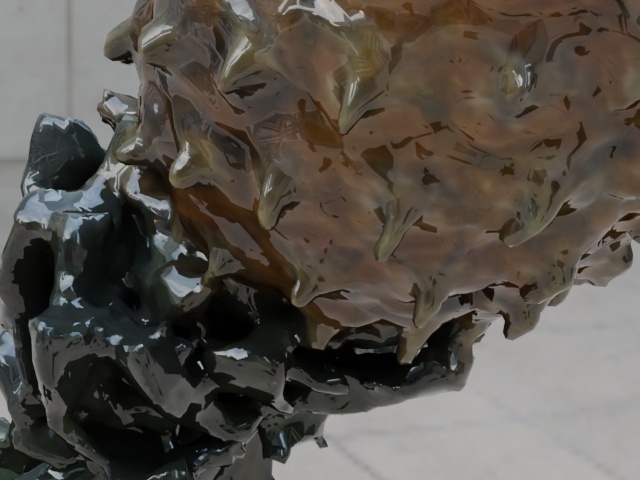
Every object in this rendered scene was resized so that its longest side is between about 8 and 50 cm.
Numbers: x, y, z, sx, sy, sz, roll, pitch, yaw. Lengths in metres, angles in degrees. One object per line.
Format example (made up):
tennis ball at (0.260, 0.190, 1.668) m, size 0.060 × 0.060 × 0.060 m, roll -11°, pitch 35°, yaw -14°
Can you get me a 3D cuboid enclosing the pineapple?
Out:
pineapple at (0.000, 0.000, 0.468) m, size 0.141 × 0.310 × 0.170 m, roll 43°, pitch 35°, yaw 16°
